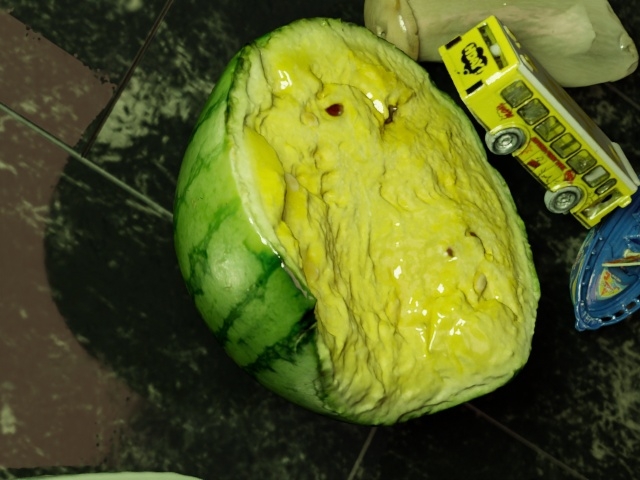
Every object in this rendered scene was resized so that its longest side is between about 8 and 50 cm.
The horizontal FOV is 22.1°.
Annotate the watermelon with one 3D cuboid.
[{"bbox_3d":[0.000,0.000,1.268,0.331,0.189,0.330,36,36,-32],"label":"watermelon"}]

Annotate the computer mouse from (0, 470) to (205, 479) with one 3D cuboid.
[{"bbox_3d":[-0.196,0.272,1.211,0.331,0.095,0.197,0,87,-35],"label":"computer mouse"}]

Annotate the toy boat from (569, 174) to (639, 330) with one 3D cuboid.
[{"bbox_3d":[0.283,0.014,1.457,0.091,0.110,0.175,46,70,-16],"label":"toy boat"}]

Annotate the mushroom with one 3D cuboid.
[{"bbox_3d":[0.154,-0.187,1.419,0.247,0.096,0.108,1,86,-22],"label":"mushroom"}]

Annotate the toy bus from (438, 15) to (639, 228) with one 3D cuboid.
[{"bbox_3d":[0.184,-0.098,1.390,0.074,0.081,0.226,-37,134,16],"label":"toy bus"}]
